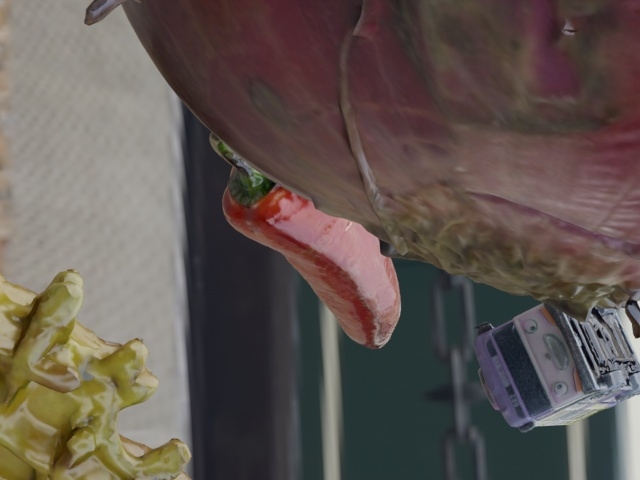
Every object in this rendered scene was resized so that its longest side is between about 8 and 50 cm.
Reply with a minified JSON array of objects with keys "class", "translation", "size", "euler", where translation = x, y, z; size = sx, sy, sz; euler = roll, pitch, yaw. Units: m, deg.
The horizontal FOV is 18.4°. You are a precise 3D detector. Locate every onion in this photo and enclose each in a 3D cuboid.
[{"class":"onion","translation":[0.095,-0.117,0.594],"size":[0.354,0.354,0.353],"euler":[19,68,-59]}]

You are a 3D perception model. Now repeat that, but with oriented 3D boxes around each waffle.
[{"class":"waffle","translation":[-0.207,0.104,0.957],"size":[0.069,0.293,0.259],"euler":[-70,155,-58]}]

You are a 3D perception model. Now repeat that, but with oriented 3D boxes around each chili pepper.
[{"class":"chili pepper","translation":[0.000,0.000,1.163],"size":[0.063,0.071,0.272],"euler":[-51,143,-8]}]

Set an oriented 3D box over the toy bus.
[{"class":"toy bus","translation":[0.110,0.056,0.905],"size":[0.052,0.058,0.102],"euler":[66,19,13]}]
